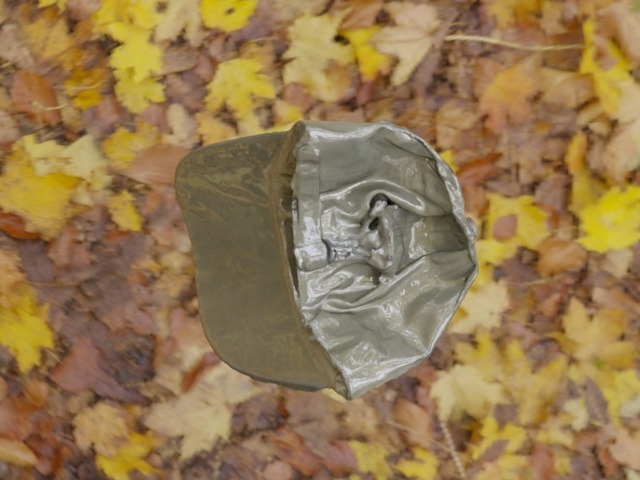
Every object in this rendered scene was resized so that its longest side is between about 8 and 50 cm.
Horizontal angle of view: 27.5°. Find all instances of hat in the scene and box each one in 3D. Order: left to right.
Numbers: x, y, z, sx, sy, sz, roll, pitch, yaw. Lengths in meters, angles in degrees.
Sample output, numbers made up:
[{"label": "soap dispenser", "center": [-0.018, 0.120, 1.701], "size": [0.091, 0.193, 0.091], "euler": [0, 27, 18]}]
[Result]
[{"label": "hat", "center": [0.000, 0.000, 1.042], "size": [0.149, 0.245, 0.214], "euler": [-15, 104, -28]}]
